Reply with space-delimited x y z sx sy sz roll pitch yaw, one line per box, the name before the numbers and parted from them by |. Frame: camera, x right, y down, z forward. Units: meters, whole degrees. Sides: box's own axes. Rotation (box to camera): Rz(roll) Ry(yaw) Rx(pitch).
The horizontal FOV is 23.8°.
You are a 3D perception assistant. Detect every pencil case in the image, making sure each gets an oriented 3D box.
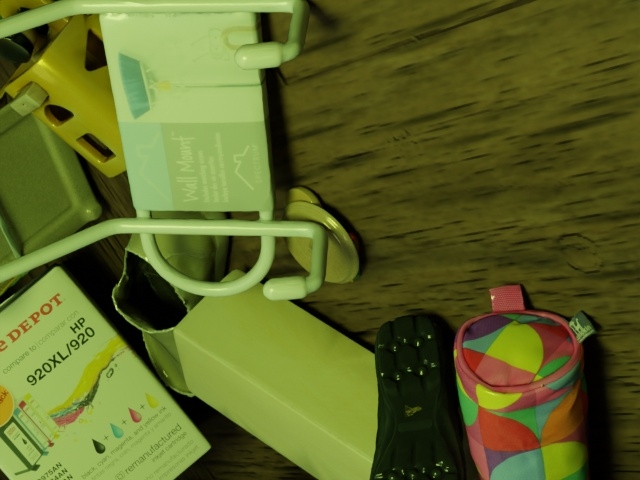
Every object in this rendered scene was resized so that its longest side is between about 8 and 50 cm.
pencil case | 0.157 0.153 1.135 0.104 0.104 0.236 22 137 35

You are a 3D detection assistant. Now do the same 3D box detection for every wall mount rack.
wall mount rack | -0.152 -0.067 1.116 0.304 0.130 0.350 0 125 7

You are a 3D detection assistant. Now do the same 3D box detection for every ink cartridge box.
ink cartridge box | -0.252 0.161 1.504 0.232 0.171 0.168 51 172 -6

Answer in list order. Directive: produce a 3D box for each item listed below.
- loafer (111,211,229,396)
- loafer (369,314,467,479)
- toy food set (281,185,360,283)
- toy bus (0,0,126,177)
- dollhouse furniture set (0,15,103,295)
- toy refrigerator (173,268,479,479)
loafer | -0.140 0.056 1.379 0.102 0.092 0.268 31 144 25
loafer | 0.078 0.164 1.156 0.076 0.223 0.078 -9 145 13
toy food set | 0.000 0.000 1.224 0.083 0.020 0.082 33 145 21
toy bus | -0.204 -0.141 1.213 0.202 0.104 0.191 18 150 22
dollhouse furniture set | -0.350 -0.103 1.362 0.151 0.197 0.301 12 132 41
toy refrigerator | 0.009 0.139 1.296 0.269 0.094 0.102 31 151 26
